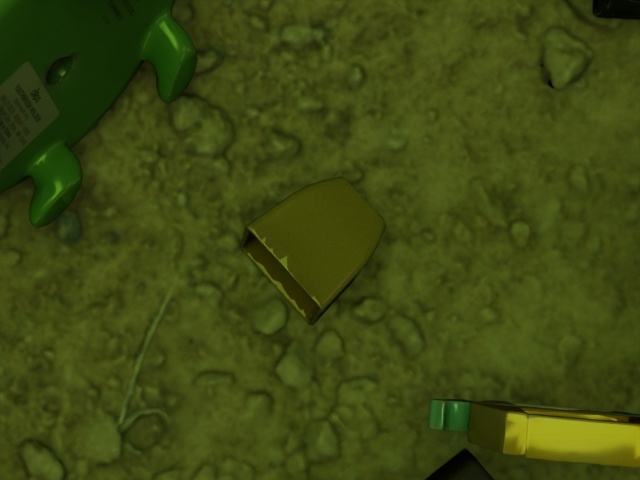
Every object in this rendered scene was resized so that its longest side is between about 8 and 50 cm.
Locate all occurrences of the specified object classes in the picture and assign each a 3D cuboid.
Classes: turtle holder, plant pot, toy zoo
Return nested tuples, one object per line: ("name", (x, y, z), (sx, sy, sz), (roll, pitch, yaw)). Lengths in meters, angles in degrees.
("turtle holder", (-0.220, -0.190, 1.234), (0.227, 0.243, 0.320), (40, 109, 18))
("plant pot", (0.000, 0.000, 1.299), (0.083, 0.081, 0.081), (-42, 86, -12))
("toy zoo", (0.221, 0.136, 1.224), (0.293, 0.192, 0.030), (5, 88, 2))

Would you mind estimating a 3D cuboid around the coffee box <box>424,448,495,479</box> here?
("coffee box", (0.080, 0.246, 1.172), (0.168, 0.297, 0.119), (-40, 90, -1))

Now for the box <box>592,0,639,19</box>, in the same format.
("box", (0.286, -0.298, 1.267), (0.165, 0.143, 0.270), (3, 88, 3))
